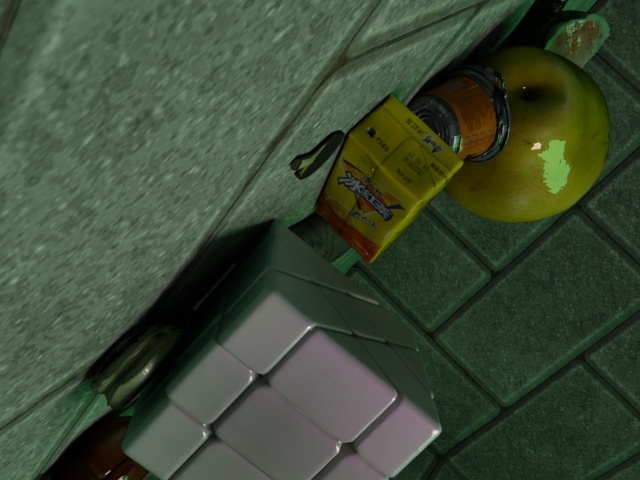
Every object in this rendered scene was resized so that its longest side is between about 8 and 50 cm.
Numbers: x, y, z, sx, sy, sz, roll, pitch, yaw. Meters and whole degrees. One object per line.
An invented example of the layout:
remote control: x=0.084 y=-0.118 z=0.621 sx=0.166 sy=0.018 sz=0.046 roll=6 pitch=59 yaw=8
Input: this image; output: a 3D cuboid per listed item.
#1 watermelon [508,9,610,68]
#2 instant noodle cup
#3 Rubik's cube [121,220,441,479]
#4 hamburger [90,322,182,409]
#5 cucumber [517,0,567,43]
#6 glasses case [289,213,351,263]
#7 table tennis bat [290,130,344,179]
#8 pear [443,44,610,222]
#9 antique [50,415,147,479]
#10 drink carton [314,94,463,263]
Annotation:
watermelon: x=0.535 y=-0.432 z=1.920 sx=0.305 sy=0.180 sz=0.224 roll=-47 pitch=-169 yaw=-11
instant noodle cup: x=0.231 y=-0.208 z=1.472 sx=0.126 sy=0.177 sz=0.208 roll=-25 pitch=144 yaw=-35
Rubik's cube: x=-0.055 y=0.215 z=1.231 sx=0.316 sy=0.319 sz=0.322 roll=-48 pitch=-167 yaw=12
hamburger: x=-0.252 y=0.167 z=1.135 sx=0.140 sy=0.062 sz=0.133 roll=-51 pitch=178 yaw=25
cucumber: x=0.471 y=-0.481 z=1.735 sx=0.058 sy=0.058 sz=0.187 roll=-44 pitch=175 yaw=-17
glasses case: x=0.000 y=0.000 z=1.618 sx=0.299 sy=0.060 sz=0.114 roll=-33 pitch=127 yaw=-63
table tennis bat: x=-0.007 y=-0.113 z=1.140 sx=0.087 sy=0.013 sz=0.156 roll=-47 pitch=175 yaw=21
pear: x=0.400 y=-0.212 z=1.674 sx=0.362 sy=0.362 sz=0.418 roll=-45 pitch=162 yaw=-5
antique: x=-0.405 y=0.428 z=1.550 sx=0.223 sy=0.129 sz=0.278 roll=-42 pitch=174 yaw=-30
drink carton: x=0.102 y=-0.087 z=1.380 sx=0.111 sy=0.154 sz=0.351 roll=-43 pitch=174 yaw=-19
